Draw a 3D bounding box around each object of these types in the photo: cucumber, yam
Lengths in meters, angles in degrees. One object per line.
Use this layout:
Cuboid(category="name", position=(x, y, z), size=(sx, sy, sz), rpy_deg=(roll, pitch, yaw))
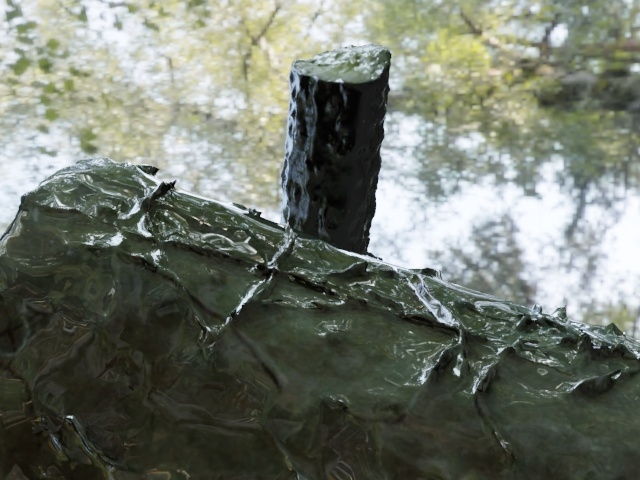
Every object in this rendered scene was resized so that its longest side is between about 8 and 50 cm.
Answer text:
Cuboid(category="cucumber", position=(0.002, 0.001, 0.806), size=(0.072, 0.072, 0.300), rpy_deg=(-26, -45, -39))
Cuboid(category="yam", position=(-0.005, 0.101, 0.531), size=(0.241, 0.348, 0.241), rpy_deg=(20, -90, -78))
